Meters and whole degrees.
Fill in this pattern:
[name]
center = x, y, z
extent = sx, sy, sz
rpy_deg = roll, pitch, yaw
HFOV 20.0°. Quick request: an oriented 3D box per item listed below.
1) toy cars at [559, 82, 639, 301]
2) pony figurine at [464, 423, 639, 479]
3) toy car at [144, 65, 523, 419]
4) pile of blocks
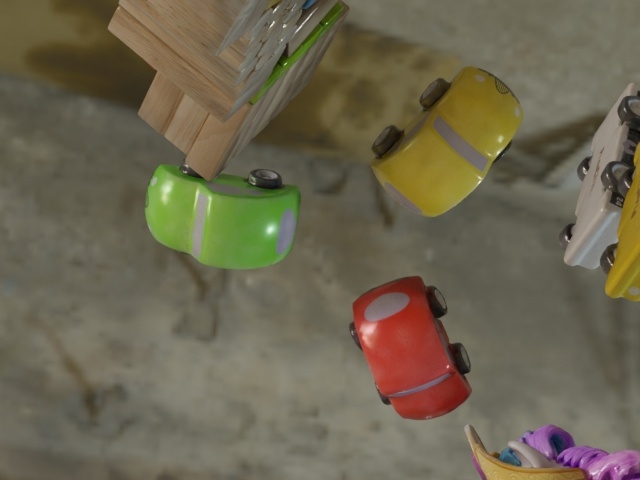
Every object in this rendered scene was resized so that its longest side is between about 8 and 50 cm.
[toy cars]
center = 0.287, -0.038, 1.547
extent = 0.087, 0.176, 0.393
rpy_deg = 25, -175, -4
[pony figurine]
center = 0.260, 0.257, 1.212
extent = 0.351, 0.363, 0.303
rpy_deg = -20, 157, 22
[toy car]
center = 0.000, 0.000, 1.121
extent = 0.225, 0.053, 0.239
rpy_deg = 9, 111, 0
[pile of blocks]
center = -0.052, -0.151, 0.961
extent = 0.112, 0.149, 0.362
rpy_deg = 40, 169, 4
